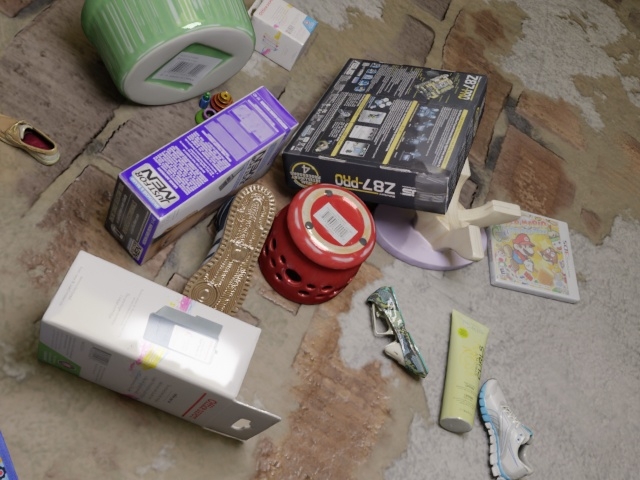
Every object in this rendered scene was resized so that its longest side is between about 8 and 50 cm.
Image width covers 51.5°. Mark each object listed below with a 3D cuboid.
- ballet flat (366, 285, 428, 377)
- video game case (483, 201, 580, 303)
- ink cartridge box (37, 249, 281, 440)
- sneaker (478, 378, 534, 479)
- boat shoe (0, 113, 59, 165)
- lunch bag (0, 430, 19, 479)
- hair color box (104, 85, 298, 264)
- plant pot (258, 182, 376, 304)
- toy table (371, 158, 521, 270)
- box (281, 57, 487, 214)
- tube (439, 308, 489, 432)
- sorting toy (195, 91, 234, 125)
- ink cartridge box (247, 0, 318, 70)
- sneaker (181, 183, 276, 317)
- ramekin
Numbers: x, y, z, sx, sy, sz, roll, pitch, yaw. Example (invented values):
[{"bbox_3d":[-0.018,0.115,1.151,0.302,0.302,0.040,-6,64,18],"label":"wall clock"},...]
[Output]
[{"bbox_3d":[0.140,0.180,1.258,0.070,0.070,0.188,-11,67,-29],"label":"ballet flat"},{"bbox_3d":[0.479,0.027,1.508,0.227,0.026,0.206,13,59,-18],"label":"video game case"},{"bbox_3d":[-0.227,0.171,0.997,0.353,0.207,0.119,26,57,-11],"label":"ink cartridge box"},{"bbox_3d":[0.355,0.349,1.236,0.071,0.083,0.191,14,58,-43],"label":"sneaker"},{"bbox_3d":[-0.515,-0.186,1.156,0.135,0.045,0.050,30,55,-7],"label":"boat shoe"},{"bbox_3d":[-0.539,0.280,0.859,0.221,0.138,0.293,-21,83,-34],"label":"lunch bag"},{"bbox_3d":[-0.208,-0.118,1.175,0.110,0.185,0.339,48,56,4],"label":"hair color box"},{"bbox_3d":[0.000,0.000,1.217,0.191,0.174,0.191,12,58,-20],"label":"plant pot"},{"bbox_3d":[0.260,-0.046,1.367,0.274,0.161,0.252,-2,65,-26],"label":"toy table"},{"bbox_3d":[0.143,-0.228,1.334,0.318,0.097,0.395,10,43,18],"label":"box"},{"bbox_3d":[0.277,0.248,1.281,0.070,0.062,0.240,63,35,-41],"label":"tube"},{"bbox_3d":[-0.215,-0.272,1.341,0.061,0.042,0.102,35,55,-4],"label":"sorting toy"},{"bbox_3d":[-0.097,-0.467,1.470,0.143,0.090,0.092,31,55,-6],"label":"ink cartridge box"},{"bbox_3d":[-0.168,0.034,1.178,0.099,0.153,0.282,27,86,-14],"label":"sneaker"},{"bbox_3d":[-0.268,-0.379,1.227,0.303,0.303,0.148,-20,81,-31],"label":"ramekin"}]
